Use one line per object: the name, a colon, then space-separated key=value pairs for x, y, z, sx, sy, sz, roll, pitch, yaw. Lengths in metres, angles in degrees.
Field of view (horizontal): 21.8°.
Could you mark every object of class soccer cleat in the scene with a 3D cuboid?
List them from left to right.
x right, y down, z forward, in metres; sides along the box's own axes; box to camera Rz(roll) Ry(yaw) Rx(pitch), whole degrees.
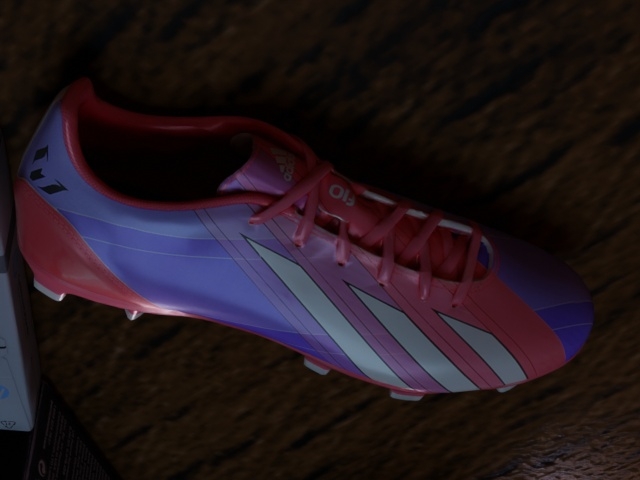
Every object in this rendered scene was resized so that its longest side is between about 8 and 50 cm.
soccer cleat: x=0.000 y=0.000 z=0.671 sx=0.248 sy=0.083 sz=0.095 roll=13 pitch=137 yaw=-8

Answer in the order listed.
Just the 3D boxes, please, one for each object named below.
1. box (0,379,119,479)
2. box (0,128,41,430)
box: x=-0.191 y=0.159 z=0.875 sx=0.156 sy=0.093 sz=0.158 roll=-8 pitch=142 yaw=14
box: x=-0.205 y=0.019 z=0.739 sx=0.145 sy=0.038 sz=0.186 roll=3 pitch=141 yaw=0
